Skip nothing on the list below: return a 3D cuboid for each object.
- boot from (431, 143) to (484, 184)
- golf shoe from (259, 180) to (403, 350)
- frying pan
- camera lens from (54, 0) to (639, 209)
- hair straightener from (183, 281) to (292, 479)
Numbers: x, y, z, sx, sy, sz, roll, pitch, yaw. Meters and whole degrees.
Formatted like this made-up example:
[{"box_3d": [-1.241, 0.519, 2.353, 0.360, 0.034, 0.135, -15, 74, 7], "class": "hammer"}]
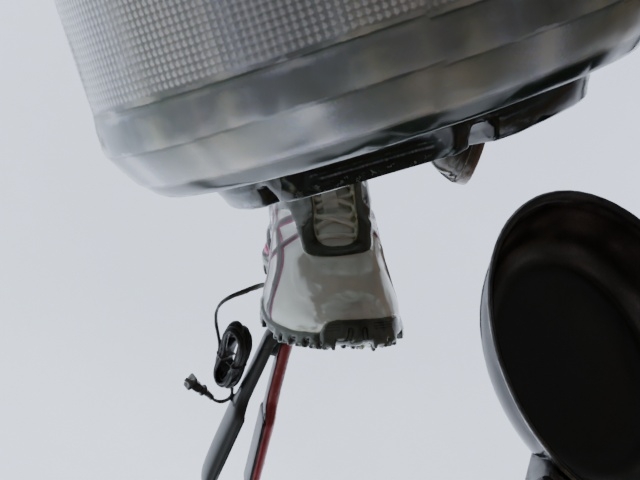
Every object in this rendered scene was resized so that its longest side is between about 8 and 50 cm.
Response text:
[{"box_3d": [0.047, -0.112, 1.300, 0.106, 0.082, 0.219, 14, -153, -18], "class": "boot"}, {"box_3d": [0.000, 0.000, 1.461, 0.105, 0.120, 0.273, -2, -157, -9], "class": "golf shoe"}, {"box_3d": [0.159, 0.122, 1.042, 0.197, 0.053, 0.326, 23, -125, -30], "class": "frying pan"}, {"box_3d": [-0.008, -0.163, 0.684, 0.219, 0.219, 0.274, -25, -79, -42], "class": "camera lens"}, {"box_3d": [-0.076, 0.131, 1.646, 0.089, 0.230, 0.047, 10, -148, -11], "class": "hair straightener"}]
